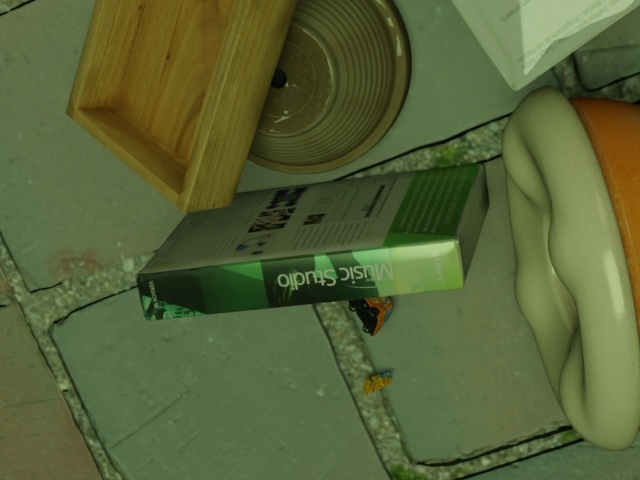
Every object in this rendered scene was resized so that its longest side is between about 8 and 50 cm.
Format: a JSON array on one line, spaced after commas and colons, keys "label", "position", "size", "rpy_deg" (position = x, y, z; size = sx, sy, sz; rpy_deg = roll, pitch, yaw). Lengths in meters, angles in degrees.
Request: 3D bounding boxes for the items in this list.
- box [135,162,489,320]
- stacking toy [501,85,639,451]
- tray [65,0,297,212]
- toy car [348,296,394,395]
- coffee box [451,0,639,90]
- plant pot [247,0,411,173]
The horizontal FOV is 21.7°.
[{"label": "box", "position": [0.000, 0.000, 1.681], "size": [0.322, 0.232, 0.059], "rpy_deg": [-8, 109, 15]}, {"label": "stacking toy", "position": [0.433, -0.011, 1.587], "size": [0.479, 0.350, 0.351], "rpy_deg": [-11, 104, -3]}, {"label": "tray", "position": [-0.113, -0.256, 1.610], "size": [0.203, 0.076, 0.411], "rpy_deg": [39, 121, 33]}, {"label": "toy car", "position": [0.057, 0.102, 1.813], "size": [0.040, 0.060, 0.122], "rpy_deg": [-17, 128, -26]}, {"label": "coffee box", "position": [0.232, -0.387, 1.459], "size": [0.337, 0.334, 0.338], "rpy_deg": [-34, 94, 21]}, {"label": "plant pot", "position": [-0.030, -0.175, 1.702], "size": [0.237, 0.110, 0.237], "rpy_deg": [3, 107, 11]}]
